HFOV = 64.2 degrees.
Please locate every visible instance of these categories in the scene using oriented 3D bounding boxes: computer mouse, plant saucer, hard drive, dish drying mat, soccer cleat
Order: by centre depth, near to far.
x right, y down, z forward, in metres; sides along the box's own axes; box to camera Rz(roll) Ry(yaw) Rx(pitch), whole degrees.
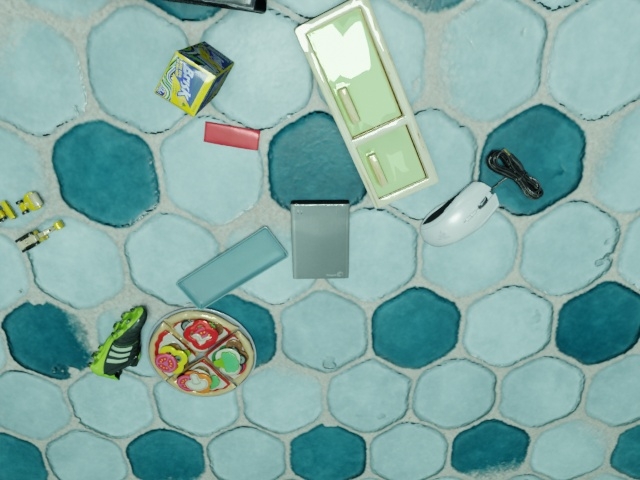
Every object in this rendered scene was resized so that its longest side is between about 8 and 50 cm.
[{"bbox_3d":[-0.134,-0.158,0.773,0.083,0.008,0.032,9,113,-3],"label":"dish drying mat"},{"bbox_3d":[0.245,-0.051,0.804,0.193,0.042,0.106,-42,109,17],"label":"computer mouse"},{"bbox_3d":[0.000,0.000,0.837,0.094,0.022,0.135,-1,115,0],"label":"hard drive"},{"bbox_3d":[-0.149,0.047,0.862,0.192,0.018,0.067,-31,111,14],"label":"plant saucer"},{"bbox_3d":[-0.344,0.184,0.906,0.072,0.060,0.179,32,117,-24],"label":"soccer cleat"}]

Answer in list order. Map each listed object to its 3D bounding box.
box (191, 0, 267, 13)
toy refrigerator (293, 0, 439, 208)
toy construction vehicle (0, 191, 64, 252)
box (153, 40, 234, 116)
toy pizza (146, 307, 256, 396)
[{"bbox_3d":[-0.197,-0.426,0.554,0.294,0.182,0.296,7,113,-4],"label":"box"},{"bbox_3d":[0.067,-0.189,0.712,0.102,0.094,0.269,-23,113,10],"label":"toy refrigerator"},{"bbox_3d":[-0.474,-0.031,0.820,0.098,0.035,0.085,-29,101,10],"label":"toy construction vehicle"},{"bbox_3d":[-0.157,-0.212,0.659,0.054,0.169,0.059,31,110,-14],"label":"box"},{"bbox_3d":[-0.219,0.212,0.928,0.202,0.032,0.201,0,114,0],"label":"toy pizza"}]
